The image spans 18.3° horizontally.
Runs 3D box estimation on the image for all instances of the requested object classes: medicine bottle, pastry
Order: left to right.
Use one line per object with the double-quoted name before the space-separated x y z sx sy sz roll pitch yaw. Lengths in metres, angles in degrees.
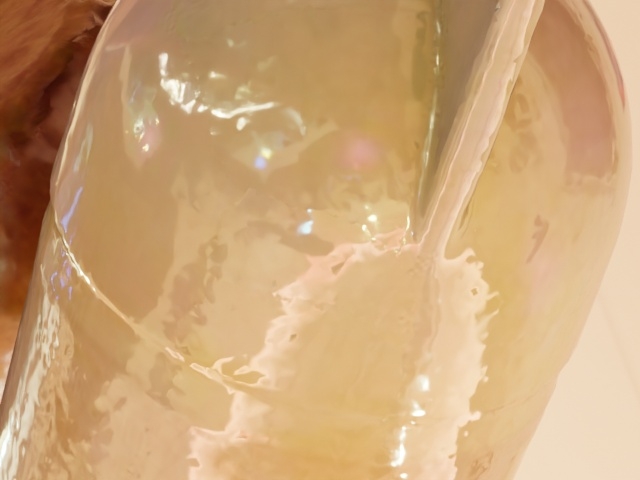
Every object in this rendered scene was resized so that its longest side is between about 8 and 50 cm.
"pastry" -0.210 -0.037 1.181 0.356 0.164 0.356 -24 -145 18
"medicine bottle" 0.000 0.000 0.852 0.235 0.406 0.236 14 -147 -9
